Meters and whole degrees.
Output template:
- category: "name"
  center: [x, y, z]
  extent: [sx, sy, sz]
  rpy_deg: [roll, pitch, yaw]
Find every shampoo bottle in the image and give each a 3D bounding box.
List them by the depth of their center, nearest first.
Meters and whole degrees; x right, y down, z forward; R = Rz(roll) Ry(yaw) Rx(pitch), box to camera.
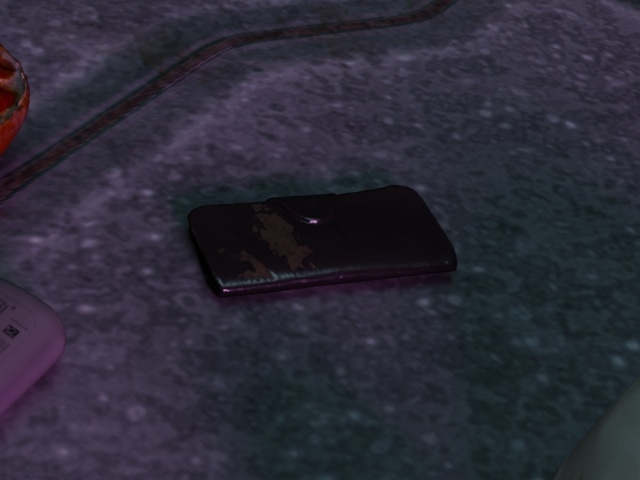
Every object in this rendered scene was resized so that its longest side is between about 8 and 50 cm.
- category: "shampoo bottle"
  center: [-0.194, 0.074, 0.632]
  extent: [0.080, 0.040, 0.165]
  rpy_deg: [25, 40, 12]

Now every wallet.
- category: "wallet"
  center: [0.000, 0.000, 0.803]
  extent: [0.157, 0.018, 0.082]
  rpy_deg: [-4, 41, -21]

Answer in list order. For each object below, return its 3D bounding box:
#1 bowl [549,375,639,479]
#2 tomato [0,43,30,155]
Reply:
- category: "bowl"
  center: [0.246, 0.137, 0.616]
  extent: [0.277, 0.145, 0.277]
  rpy_deg: [8, 41, -7]
- category: "tomato"
  center: [-0.243, -0.068, 0.769]
  extent: [0.156, 0.069, 0.155]
  rpy_deg: [8, 35, -6]
